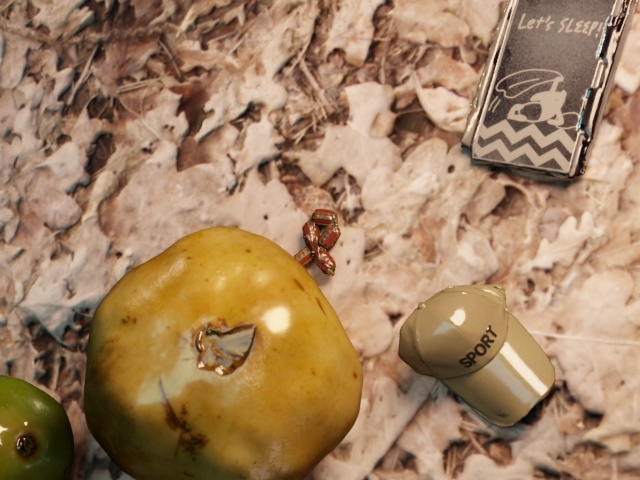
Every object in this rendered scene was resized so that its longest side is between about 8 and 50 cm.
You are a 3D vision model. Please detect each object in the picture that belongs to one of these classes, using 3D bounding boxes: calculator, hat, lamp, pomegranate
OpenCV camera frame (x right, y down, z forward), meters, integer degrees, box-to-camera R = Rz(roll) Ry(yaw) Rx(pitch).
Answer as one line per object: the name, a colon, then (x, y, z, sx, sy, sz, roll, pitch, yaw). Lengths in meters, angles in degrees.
calculator: (0.278, -0.213, 1.702, 0.166, 0.028, 0.274, 14, 80, 30)
hat: (0.186, 0.129, 1.616, 0.147, 0.085, 0.175, -49, 61, 4)
lamp: (0.000, 0.000, 1.768, 0.063, 0.031, 0.083, 12, 77, 26)
pomegranate: (-0.112, 0.154, 1.630, 0.333, 0.332, 0.332, -7, 73, 23)
pomegranate: (-0.408, 0.288, 1.815, 0.190, 0.159, 0.241, 42, 123, 36)
